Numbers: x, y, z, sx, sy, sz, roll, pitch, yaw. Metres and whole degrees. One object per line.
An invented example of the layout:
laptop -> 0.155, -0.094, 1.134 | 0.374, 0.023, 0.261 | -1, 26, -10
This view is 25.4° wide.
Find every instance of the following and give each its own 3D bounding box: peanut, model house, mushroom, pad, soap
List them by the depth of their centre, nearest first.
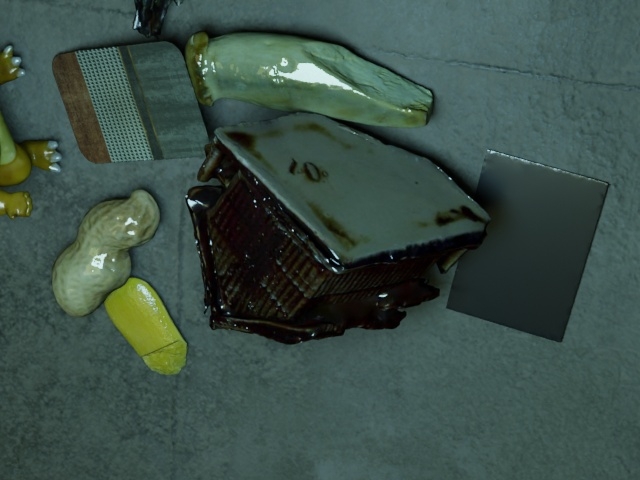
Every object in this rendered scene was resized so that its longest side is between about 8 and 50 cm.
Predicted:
mushroom -> -0.019, -0.213, 1.855 | 0.333, 0.087, 0.107 | 9, 131, 10
model house -> 0.000, 0.000, 1.893 | 0.297, 0.317, 0.282 | 59, 144, 26
pad -> -0.297, -0.245, 1.893 | 0.250, 0.055, 0.323 | -1, 132, 38
pad -> 0.277, 0.011, 1.910 | 0.170, 0.006, 0.245 | 16, 116, 10
peanut -> -0.310, 0.014, 2.036 | 0.104, 0.085, 0.228 | 38, 114, 6
soap -> -0.252, 0.130, 2.098 | 0.089, 0.033, 0.168 | -30, 103, 28

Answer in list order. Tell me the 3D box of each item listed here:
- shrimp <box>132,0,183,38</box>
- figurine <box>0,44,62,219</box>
shrimp -> -0.118, -0.401, 1.817 | 0.233, 0.071, 0.365 | 27, 112, -2
figurine -> -0.540, -0.083, 1.901 | 0.268, 0.387, 0.401 | 11, 120, 27
